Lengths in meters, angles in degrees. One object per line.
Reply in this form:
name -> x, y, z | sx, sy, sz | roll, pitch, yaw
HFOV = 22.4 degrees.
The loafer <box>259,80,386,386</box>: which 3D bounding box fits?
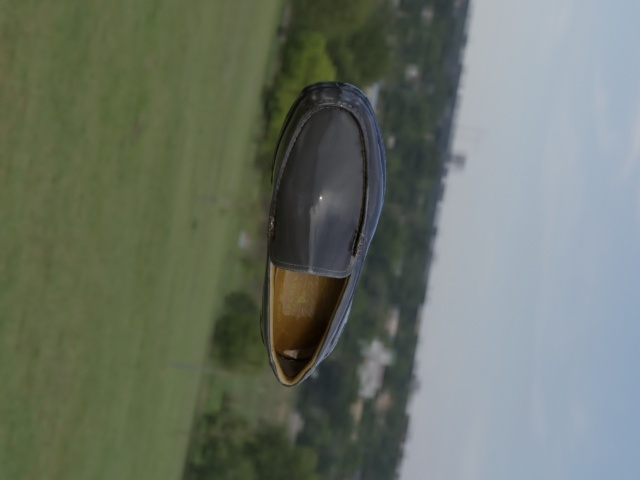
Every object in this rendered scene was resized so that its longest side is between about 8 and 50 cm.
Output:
loafer -> 0.000, 0.000, 0.841 | 0.061, 0.062, 0.170 | -81, 176, -57
